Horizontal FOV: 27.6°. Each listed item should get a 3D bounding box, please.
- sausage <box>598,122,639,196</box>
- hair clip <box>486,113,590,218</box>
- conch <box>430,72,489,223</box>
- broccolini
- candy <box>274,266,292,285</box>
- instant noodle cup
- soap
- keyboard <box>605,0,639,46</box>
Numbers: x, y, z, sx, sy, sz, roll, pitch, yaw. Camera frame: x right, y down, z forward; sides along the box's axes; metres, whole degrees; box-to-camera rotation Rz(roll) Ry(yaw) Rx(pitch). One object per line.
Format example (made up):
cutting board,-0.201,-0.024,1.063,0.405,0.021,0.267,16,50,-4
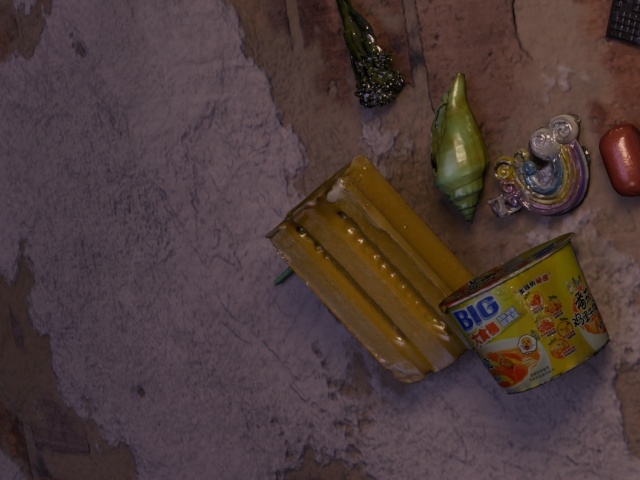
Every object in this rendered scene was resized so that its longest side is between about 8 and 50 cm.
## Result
sausage,0.386,-0.101,1.636,0.054,0.059,0.094,-23,82,27
hair clip,0.298,-0.085,1.745,0.172,0.049,0.116,-37,89,36
conch,0.189,-0.124,1.818,0.095,0.080,0.200,-28,64,59
broccolini,0.051,-0.285,1.915,0.202,0.068,0.091,60,154,14
candy,0.000,0.000,2.052,0.335,0.092,0.093,-42,45,53
instant noodle cup,0.277,0.101,1.723,0.205,0.205,0.153,-26,93,46
soap,0.093,0.046,1.874,0.315,0.091,0.199,45,136,-6
keyboard,0.394,-0.339,1.590,0.067,0.011,0.202,26,119,39
